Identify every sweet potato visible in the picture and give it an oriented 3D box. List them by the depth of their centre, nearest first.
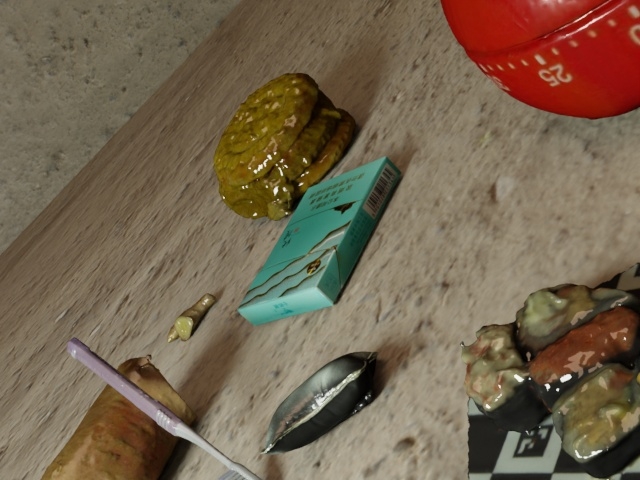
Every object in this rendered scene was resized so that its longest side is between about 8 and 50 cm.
[{"bbox_3d":[-0.259,0.290,1.065,0.131,0.131,0.336,-19,33,47],"label":"sweet potato"}]

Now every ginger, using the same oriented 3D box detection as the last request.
[{"bbox_3d":[-0.191,0.114,1.370,0.097,0.030,0.048,-44,20,7],"label":"ginger"}]

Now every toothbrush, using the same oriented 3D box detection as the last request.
[{"bbox_3d":[-0.177,0.189,1.018,0.029,0.024,0.354,-29,40,-34],"label":"toothbrush"}]

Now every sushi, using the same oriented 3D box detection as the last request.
[{"bbox_3d":[0.204,0.100,0.665,0.294,0.059,0.292,-33,25,25],"label":"sushi"}]

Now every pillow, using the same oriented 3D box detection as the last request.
[{"bbox_3d":[0.000,0.157,0.925,0.136,0.055,0.091,-39,21,11],"label":"pillow"}]

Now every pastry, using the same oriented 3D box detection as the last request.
[{"bbox_3d":[-0.072,-0.151,1.491,0.235,0.132,0.240,-51,22,-18],"label":"pastry"}]

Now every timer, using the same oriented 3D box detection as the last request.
[{"bbox_3d":[0.293,-0.307,0.934,0.378,0.279,0.378,-40,21,18],"label":"timer"}]

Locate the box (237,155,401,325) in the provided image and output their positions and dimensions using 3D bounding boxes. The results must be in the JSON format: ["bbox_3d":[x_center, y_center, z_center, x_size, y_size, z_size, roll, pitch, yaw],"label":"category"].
[{"bbox_3d":[-0.001,0.000,1.219,0.162,0.041,0.229,-19,34,48],"label":"box"}]
